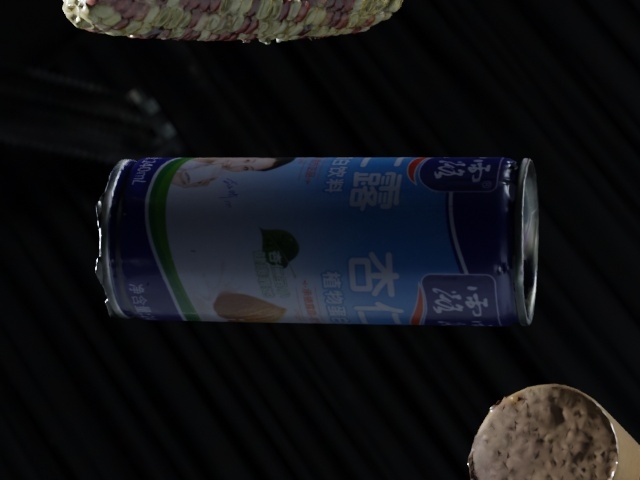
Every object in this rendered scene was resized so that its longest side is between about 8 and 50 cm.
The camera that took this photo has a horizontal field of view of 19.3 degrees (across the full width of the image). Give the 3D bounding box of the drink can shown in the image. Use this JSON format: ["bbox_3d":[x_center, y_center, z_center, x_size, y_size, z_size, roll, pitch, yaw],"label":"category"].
[{"bbox_3d":[0.000,0.000,1.045,0.235,0.097,0.097,2,-15,12],"label":"drink can"}]

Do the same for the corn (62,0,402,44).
[{"bbox_3d":[-0.059,-0.195,1.387,0.290,0.098,0.098,-3,-34,-34],"label":"corn"}]

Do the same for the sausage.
[{"bbox_3d":[0.215,0.204,1.549,0.123,0.123,0.253,-37,-27,8],"label":"sausage"}]
